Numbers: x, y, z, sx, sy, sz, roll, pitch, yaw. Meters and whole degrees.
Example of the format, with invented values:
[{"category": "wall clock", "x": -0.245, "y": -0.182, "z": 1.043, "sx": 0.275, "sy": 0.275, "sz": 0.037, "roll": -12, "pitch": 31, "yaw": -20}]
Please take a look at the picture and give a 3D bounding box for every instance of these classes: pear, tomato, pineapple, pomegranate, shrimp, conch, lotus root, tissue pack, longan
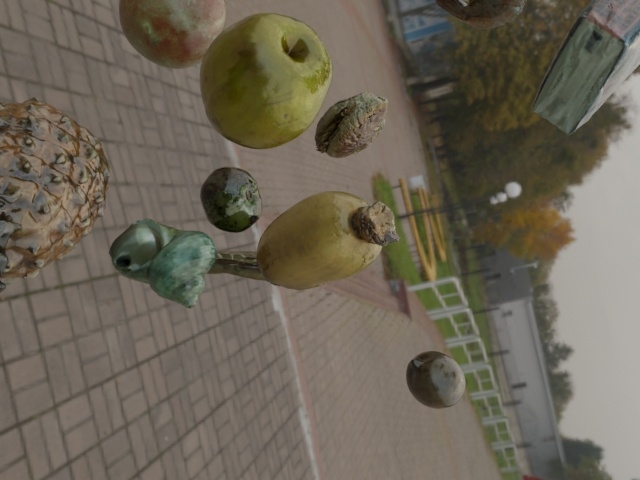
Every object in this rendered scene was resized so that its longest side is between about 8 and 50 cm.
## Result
[{"category": "pear", "x": -0.068, "y": -0.182, "z": 0.811, "sx": 0.149, "sy": 0.162, "sz": 0.149, "roll": 21, "pitch": 56, "yaw": -34}, {"category": "tomato", "x": -0.378, "y": -0.561, "z": 1.782, "sx": 0.222, "sy": 0.270, "sz": 0.270, "roll": -76, "pitch": 151, "yaw": -48}, {"category": "pineapple", "x": -0.276, "y": -0.015, "z": 0.562, "sx": 0.278, "sy": 0.158, "sz": 0.158, "roll": -81, "pitch": 155, "yaw": -65}, {"category": "pomegranate", "x": -0.184, "y": -0.091, "z": 1.462, "sx": 0.138, "sy": 0.125, "sz": 0.163, "roll": 61, "pitch": 4, "yaw": -21}, {"category": "shrimp", "x": 0.195, "y": -0.404, "z": 1.045, "sx": 0.251, "sy": 0.052, "sz": 0.143, "roll": 41, "pitch": -33, "yaw": 22}, {"category": "conch", "x": -0.276, "y": 0.039, "z": 1.275, "sx": 0.188, "sy": 0.176, "sz": 0.122, "roll": 36, "pitch": -41, "yaw": 50}, {"category": "lotus root", "x": 0.002, "y": -0.001, "z": 1.153, "sx": 0.146, "sy": 0.303, "sz": 0.131, "roll": 26, "pitch": 57, "yaw": -34}, {"category": "tissue pack", "x": 0.468, "y": -0.333, "z": 1.059, "sx": 0.103, "sy": 0.316, "sz": 0.228, "roll": 41, "pitch": -19, "yaw": 14}, {"category": "longan", "x": 0.189, "y": 0.231, "z": 1.172, "sx": 0.113, "sy": 0.092, "sz": 0.113, "roll": 40, "pitch": 8, "yaw": -7}]

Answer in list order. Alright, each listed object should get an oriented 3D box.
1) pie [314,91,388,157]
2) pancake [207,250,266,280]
[{"category": "pie", "x": 0.074, "y": -0.242, "z": 1.502, "sx": 0.079, "sy": 0.163, "sz": 0.193, "roll": 60, "pitch": -28, "yaw": 20}, {"category": "pancake", "x": -0.126, "y": 0.047, "z": 1.479, "sx": 0.294, "sy": 0.294, "sz": 0.049, "roll": -14, "pitch": 105, "yaw": -76}]
